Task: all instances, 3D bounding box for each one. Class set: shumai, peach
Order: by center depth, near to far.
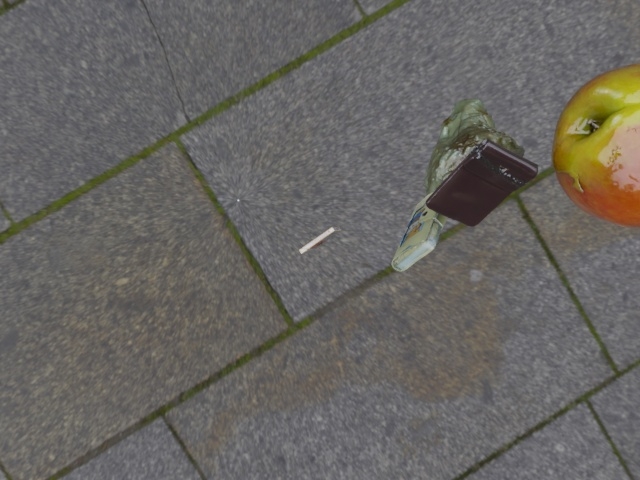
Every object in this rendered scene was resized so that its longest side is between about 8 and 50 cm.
[{"bbox_3d":[0.676,-0.183,1.528,0.370,0.370,0.370,0,93,-6],"label":"peach"},{"bbox_3d":[0.307,-0.208,1.642,0.222,0.272,0.203,-43,70,28],"label":"shumai"}]

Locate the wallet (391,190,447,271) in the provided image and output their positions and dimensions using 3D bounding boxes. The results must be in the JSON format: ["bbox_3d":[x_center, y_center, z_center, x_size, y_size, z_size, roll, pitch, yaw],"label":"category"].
[{"bbox_3d":[0.187,-0.025,1.354,0.039,0.110,0.155,36,49,-10],"label":"wallet"}]

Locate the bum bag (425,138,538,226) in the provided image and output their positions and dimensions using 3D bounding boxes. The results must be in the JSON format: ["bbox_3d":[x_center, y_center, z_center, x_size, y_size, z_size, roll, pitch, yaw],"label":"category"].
[{"bbox_3d":[0.246,-0.082,1.140,0.109,0.026,0.159,21,133,-22],"label":"bum bag"}]

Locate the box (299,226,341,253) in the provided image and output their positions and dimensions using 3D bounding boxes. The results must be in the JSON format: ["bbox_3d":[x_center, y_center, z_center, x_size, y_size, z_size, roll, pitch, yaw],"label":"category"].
[{"bbox_3d":[0.000,0.000,1.467,0.083,0.046,0.012,-36,80,17],"label":"box"}]
